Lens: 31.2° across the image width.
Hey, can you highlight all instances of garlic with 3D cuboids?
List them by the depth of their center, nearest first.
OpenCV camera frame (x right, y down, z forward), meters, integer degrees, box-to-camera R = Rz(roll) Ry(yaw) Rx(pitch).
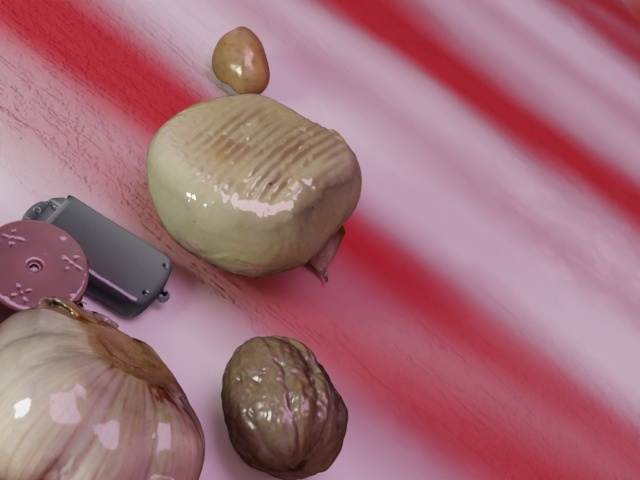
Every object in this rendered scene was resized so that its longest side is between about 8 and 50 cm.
[{"bbox_3d":[-0.273,0.218,1.357,0.322,0.241,0.322,16,29,-9],"label":"garlic"},{"bbox_3d":[0.003,-0.006,1.981,0.084,0.066,0.152,32,33,-8],"label":"garlic"}]

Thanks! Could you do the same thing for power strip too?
[{"bbox_3d":[-0.393,0.052,1.564,0.154,0.078,0.154,14,52,-19],"label":"power strip"}]

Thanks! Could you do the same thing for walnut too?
[{"bbox_3d":[-0.055,0.226,1.593,0.178,0.178,0.230,8,39,-32],"label":"walnut"}]

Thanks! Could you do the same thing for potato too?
[{"bbox_3d":[-0.153,-0.343,2.216,0.112,0.112,0.147,1,55,-38],"label":"potato"}]

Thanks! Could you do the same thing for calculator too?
[{"bbox_3d":[-0.329,0.021,1.700,0.246,0.045,0.141,32,36,-4],"label":"calculator"}]

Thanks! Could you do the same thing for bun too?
[{"bbox_3d":[-0.112,-0.080,1.857,0.361,0.213,0.361,9,39,-7],"label":"bun"}]
